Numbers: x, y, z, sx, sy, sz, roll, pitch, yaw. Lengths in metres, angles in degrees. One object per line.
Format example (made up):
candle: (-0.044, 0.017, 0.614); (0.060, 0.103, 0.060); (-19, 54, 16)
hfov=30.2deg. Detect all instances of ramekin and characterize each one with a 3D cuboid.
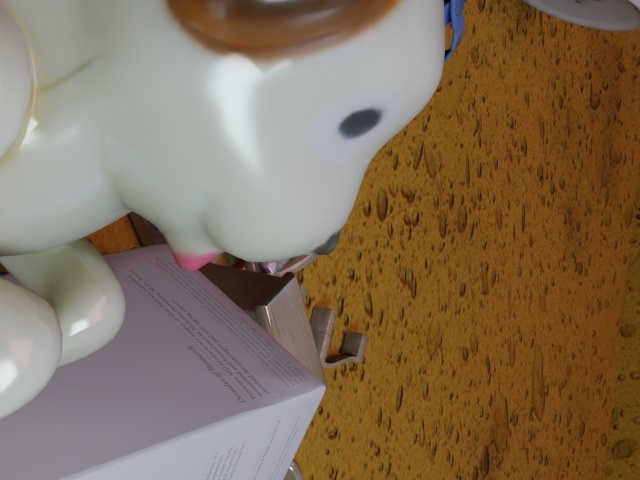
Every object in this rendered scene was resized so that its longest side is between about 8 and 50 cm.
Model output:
ramekin: (0.397, -0.407, 1.746); (0.273, 0.273, 0.127); (25, 84, -60)

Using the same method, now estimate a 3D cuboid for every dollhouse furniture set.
dollhouse furniture set: (0.000, 0.000, 1.060); (0.355, 0.174, 0.303); (-45, 134, -40)

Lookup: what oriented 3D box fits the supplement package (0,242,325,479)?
supplement package: (-0.176, 0.136, 0.736); (0.293, 0.175, 0.177); (-12, 134, -49)

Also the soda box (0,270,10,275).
soda box: (-0.233, 0.056, 0.844); (0.210, 0.071, 0.067); (21, 76, -60)

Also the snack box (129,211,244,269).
snack box: (-0.117, -0.010, 1.080); (0.100, 0.037, 0.141); (-56, 139, -41)

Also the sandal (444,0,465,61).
sandal: (0.094, -0.273, 1.349); (0.317, 0.126, 0.138); (-4, 101, -60)

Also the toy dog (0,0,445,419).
toy dog: (-0.144, -0.112, 0.567); (0.284, 0.408, 0.395); (52, 47, -81)

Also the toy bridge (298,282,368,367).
toy bridge: (-0.001, 0.106, 1.322); (0.188, 0.026, 0.063); (41, 59, -55)
